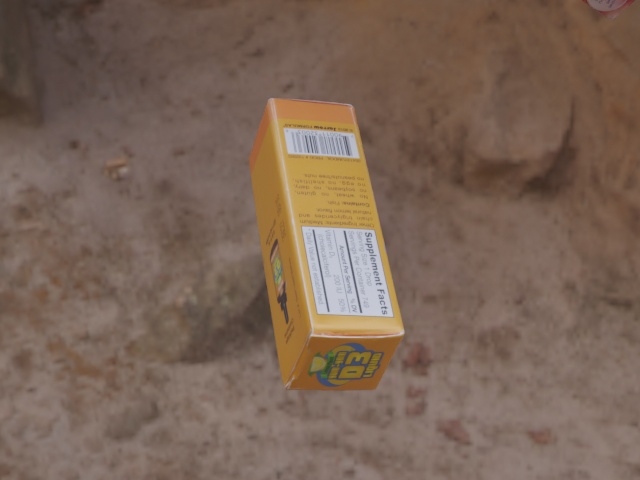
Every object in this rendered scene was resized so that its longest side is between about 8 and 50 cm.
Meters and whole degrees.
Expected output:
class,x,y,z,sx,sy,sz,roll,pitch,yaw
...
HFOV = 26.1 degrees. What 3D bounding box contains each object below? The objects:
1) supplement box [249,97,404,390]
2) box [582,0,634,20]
class,x,y,z,sx,sy,sz,roll,pitch,yaw
supplement box,0.000,0.000,1.059,0.080,0.078,0.233,5,50,-16
box,0.193,-0.305,1.034,0.128,0.122,0.257,26,39,-28
